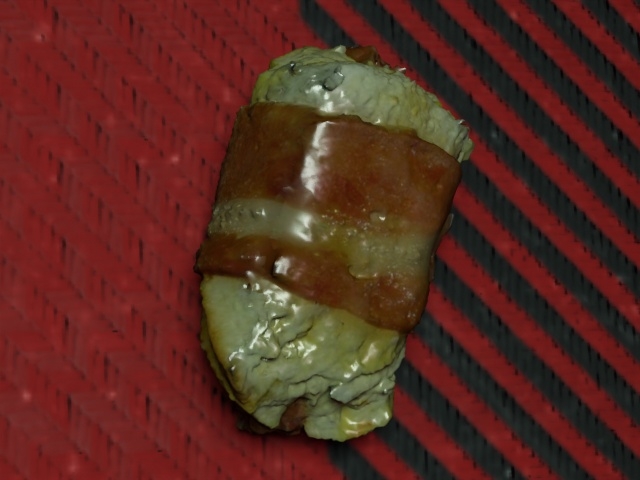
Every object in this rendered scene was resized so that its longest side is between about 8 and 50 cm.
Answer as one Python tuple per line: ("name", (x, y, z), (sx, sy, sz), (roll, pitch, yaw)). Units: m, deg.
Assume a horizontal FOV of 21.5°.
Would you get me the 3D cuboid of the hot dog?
("hot dog", (0.000, 0.000, 0.878), (0.146, 0.103, 0.213), (30, 76, -35))
